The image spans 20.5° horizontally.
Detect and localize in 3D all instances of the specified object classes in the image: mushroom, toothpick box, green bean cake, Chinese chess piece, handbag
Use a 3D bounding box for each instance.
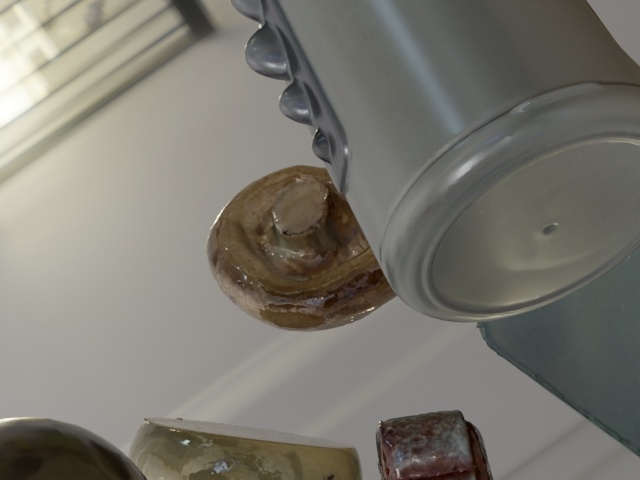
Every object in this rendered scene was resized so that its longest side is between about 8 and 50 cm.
[{"bbox_3d":[0.000,0.000,2.081,0.278,0.278,0.146,53,164,48],"label":"mushroom"},{"bbox_3d":[0.073,-0.120,1.173,0.316,0.229,0.229,63,-177,32],"label":"toothpick box"},{"bbox_3d":[0.107,0.251,1.547,0.232,0.097,0.198,79,-178,-74],"label":"green bean cake"},{"bbox_3d":[-0.086,0.266,1.998,0.273,0.273,0.102,85,-168,-87],"label":"Chinese chess piece"},{"bbox_3d":[0.324,0.078,1.660,0.326,0.238,0.089,37,-163,28],"label":"handbag"}]

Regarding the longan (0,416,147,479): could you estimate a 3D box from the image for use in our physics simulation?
[{"bbox_3d":[-0.264,0.300,1.594,0.297,0.297,0.297,55,178,2],"label":"longan"}]
